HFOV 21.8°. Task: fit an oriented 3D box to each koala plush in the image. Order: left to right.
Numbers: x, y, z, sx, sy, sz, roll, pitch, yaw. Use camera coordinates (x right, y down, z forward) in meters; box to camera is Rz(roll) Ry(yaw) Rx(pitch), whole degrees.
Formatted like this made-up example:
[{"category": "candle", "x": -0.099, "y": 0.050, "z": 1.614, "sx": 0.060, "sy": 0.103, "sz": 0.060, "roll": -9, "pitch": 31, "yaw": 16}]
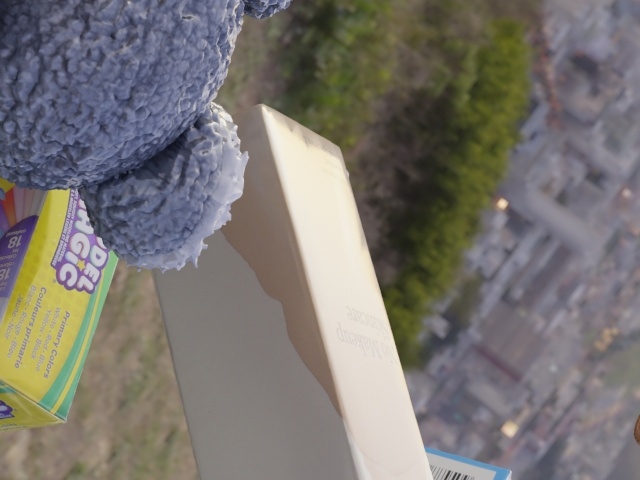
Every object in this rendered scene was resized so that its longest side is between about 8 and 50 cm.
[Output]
[{"category": "koala plush", "x": -0.070, "y": -0.113, "z": 0.626, "sx": 0.196, "sy": 0.203, "sz": 0.221, "roll": 42, "pitch": 69, "yaw": -43}]

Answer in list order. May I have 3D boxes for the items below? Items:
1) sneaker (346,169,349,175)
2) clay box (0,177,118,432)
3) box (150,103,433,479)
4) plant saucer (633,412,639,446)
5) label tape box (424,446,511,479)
[{"category": "sneaker", "x": 0.000, "y": 0.000, "z": 1.722, "sx": 0.068, "sy": 0.071, "sz": 0.170, "roll": -140, "pitch": -117, "yaw": -64}, {"category": "clay box", "x": -0.146, "y": 0.006, "z": 0.729, "sx": 0.053, "sy": 0.127, "sz": 0.222, "roll": 39, "pitch": 53, "yaw": -38}, {"category": "box", "x": -0.026, "y": 0.077, "z": 1.194, "sx": 0.121, "sy": 0.311, "sz": 0.148, "roll": -22, "pitch": 162, "yaw": 20}, {"category": "plant saucer", "x": 0.258, "y": 0.057, "z": 0.908, "sx": 0.200, "sy": 0.037, "sz": 0.200, "roll": -34, "pitch": 156, "yaw": -17}, {"category": "label tape box", "x": 0.027, "y": 0.343, "z": 1.545, "sx": 0.115, "sy": 0.249, "sz": 0.347, "roll": -56, "pitch": 154, "yaw": -54}]
